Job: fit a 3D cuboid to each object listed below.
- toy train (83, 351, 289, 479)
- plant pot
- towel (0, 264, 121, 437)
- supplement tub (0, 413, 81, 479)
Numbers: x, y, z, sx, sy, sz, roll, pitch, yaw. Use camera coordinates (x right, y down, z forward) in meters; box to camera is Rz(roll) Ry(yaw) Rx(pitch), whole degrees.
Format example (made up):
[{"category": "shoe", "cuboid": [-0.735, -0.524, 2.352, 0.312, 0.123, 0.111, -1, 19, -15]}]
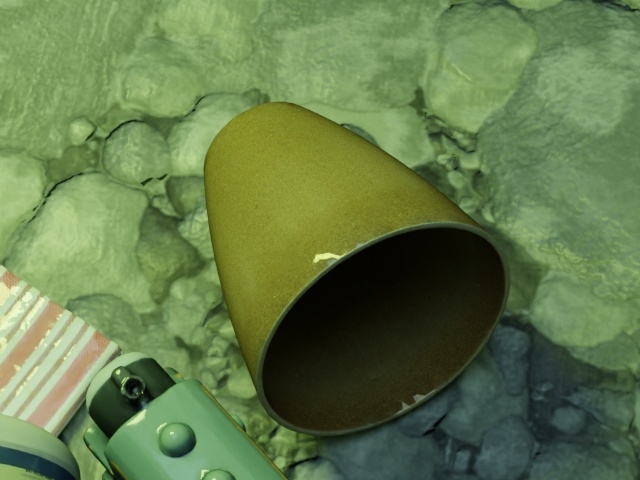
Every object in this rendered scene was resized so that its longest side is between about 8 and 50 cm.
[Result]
[{"category": "toy train", "cuboid": [-0.066, 0.228, 1.240, 0.142, 0.190, 0.334, -36, 67, -17]}, {"category": "plant pot", "cuboid": [0.000, 0.000, 1.362, 0.237, 0.237, 0.254, -26, 49, -11]}, {"category": "towel", "cuboid": [-0.297, 0.104, 1.409, 0.197, 0.029, 0.144, 32, 68, 13]}, {"category": "supplement tub", "cuboid": [-0.299, 0.314, 1.177, 0.235, 0.235, 0.325, -4, 62, 0]}]
